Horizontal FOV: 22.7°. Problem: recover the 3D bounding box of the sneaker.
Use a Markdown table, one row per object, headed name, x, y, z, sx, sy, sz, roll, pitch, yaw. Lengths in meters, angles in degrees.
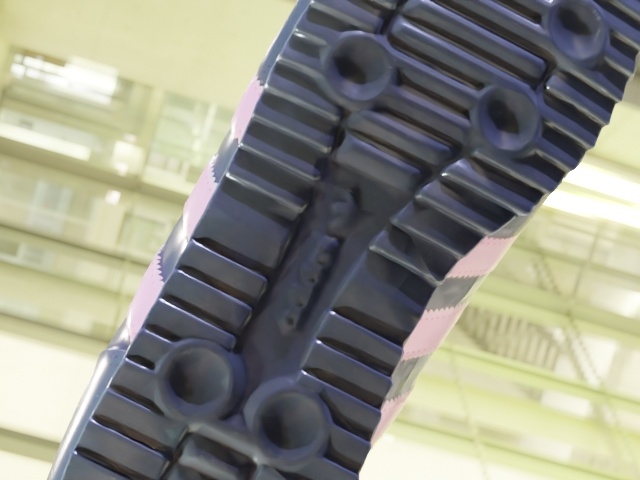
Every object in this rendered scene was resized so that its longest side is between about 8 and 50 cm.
| name | x | y | z | sx | sy | sz | roll | pitch | yaw |
| --- | --- | --- | --- | --- | --- | --- | --- | --- | --- |
| sneaker | 0.000 | 0.000 | 0.555 | 0.319 | 0.112 | 0.131 | -55 | -174 | -14 |
